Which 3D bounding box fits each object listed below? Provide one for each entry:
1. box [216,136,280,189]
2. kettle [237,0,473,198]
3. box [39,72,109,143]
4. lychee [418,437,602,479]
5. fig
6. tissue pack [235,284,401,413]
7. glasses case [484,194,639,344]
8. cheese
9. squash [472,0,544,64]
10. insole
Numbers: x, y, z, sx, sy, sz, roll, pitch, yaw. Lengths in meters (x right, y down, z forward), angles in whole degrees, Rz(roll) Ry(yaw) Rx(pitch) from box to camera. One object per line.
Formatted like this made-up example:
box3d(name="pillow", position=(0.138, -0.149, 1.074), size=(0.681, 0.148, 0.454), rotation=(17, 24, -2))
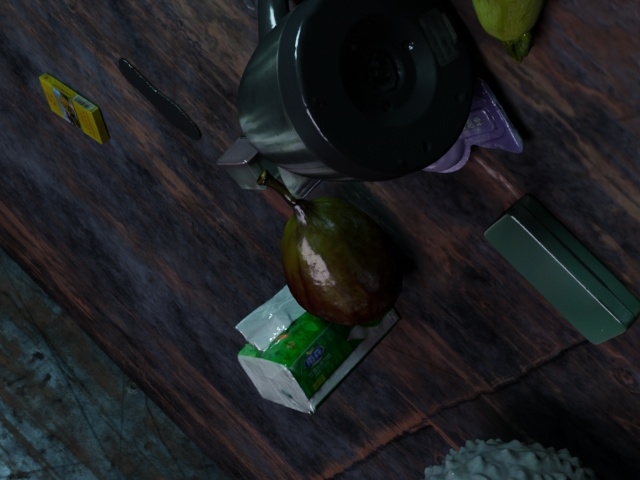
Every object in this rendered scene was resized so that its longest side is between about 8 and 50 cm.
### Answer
box3d(name="box", position=(-0.099, -0.112, 1.458), size=(0.085, 0.060, 0.063), rotation=(4, 136, 54))
box3d(name="kettle", position=(-0.008, -0.171, 1.059), size=(0.250, 0.207, 0.271), rotation=(53, 156, -14))
box3d(name="box", position=(-0.462, -0.247, 1.858), size=(0.155, 0.023, 0.087), rotation=(33, 155, 27))
box3d(name="lychee", position=(0.275, 0.463, 1.386), size=(0.380, 0.380, 0.432), rotation=(45, 173, 3))
box3d(name="fig", position=(0.001, -0.002, 1.348), size=(0.170, 0.145, 0.274), rotation=(11, 147, 44))
box3d(name="tissue pack", position=(-0.015, 0.128, 1.500), size=(0.148, 0.209, 0.156), rotation=(6, 133, 54))
box3d(name="glasses case", position=(0.272, 0.034, 1.118), size=(0.184, 0.039, 0.078), rotation=(45, 155, 3))
box3d(name="cheese", position=(0.136, -0.123, 1.097), size=(0.105, 0.042, 0.191), rotation=(53, 149, -15))
box3d(name="squash", position=(0.165, -0.225, 0.863), size=(0.090, 0.075, 0.200), rotation=(37, 153, 24))
box3d(name="insole", position=(-0.261, -0.226, 1.599), size=(0.188, 0.004, 0.064), rotation=(43, 154, 7))
